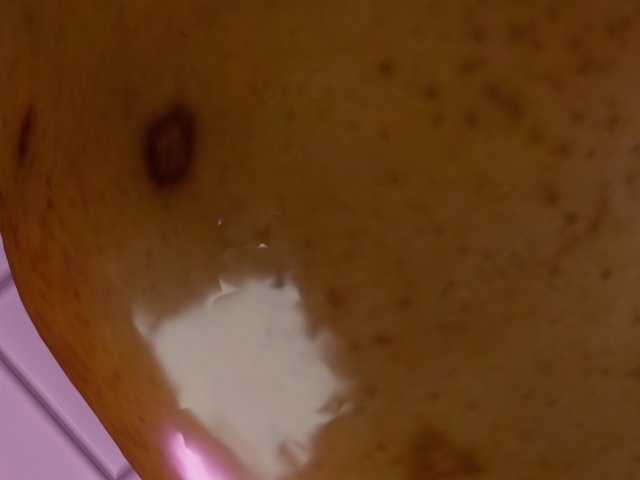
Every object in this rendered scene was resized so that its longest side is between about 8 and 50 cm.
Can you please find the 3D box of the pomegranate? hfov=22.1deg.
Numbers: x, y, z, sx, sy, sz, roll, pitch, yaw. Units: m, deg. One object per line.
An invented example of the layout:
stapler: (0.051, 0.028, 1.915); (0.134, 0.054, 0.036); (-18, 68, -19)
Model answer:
pomegranate: (0.098, -0.045, 0.553); (0.416, 0.417, 0.416); (46, 169, 11)
